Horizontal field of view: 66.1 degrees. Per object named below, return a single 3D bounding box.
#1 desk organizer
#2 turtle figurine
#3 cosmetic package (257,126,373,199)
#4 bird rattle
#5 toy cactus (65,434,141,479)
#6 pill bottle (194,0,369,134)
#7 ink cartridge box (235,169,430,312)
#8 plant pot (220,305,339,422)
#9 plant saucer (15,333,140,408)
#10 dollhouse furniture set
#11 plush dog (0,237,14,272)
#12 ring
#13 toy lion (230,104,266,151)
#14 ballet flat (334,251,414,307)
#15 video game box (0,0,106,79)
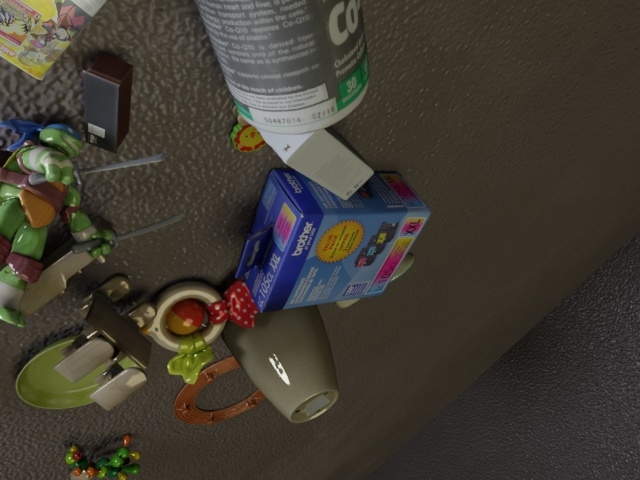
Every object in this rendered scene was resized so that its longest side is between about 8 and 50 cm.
[{"bbox_3d":[-0.295,-0.189,0.686,0.047,0.050,0.130,21,141,-10],"label":"desk organizer"},{"bbox_3d":[-0.329,-0.019,0.635,0.274,0.197,0.266,32,66,-23],"label":"turtle figurine"},{"bbox_3d":[-0.006,-0.161,0.849,0.085,0.117,0.231,-44,155,11],"label":"cosmetic package"},{"bbox_3d":[-0.260,0.173,1.056,0.253,0.143,0.207,-46,125,10],"label":"bird rattle"},{"bbox_3d":[-0.591,0.587,1.296,0.180,0.112,0.219,-27,149,22],"label":"toy cactus"},{"bbox_3d":[-0.058,-0.325,0.589,0.204,0.204,0.361,-28,143,-8],"label":"pill bottle"},{"bbox_3d":[0.000,0.000,1.040,0.395,0.151,0.270,-3,133,-33],"label":"ink cartridge box"},{"bbox_3d":[-0.072,0.284,1.188,0.256,0.274,0.257,-21,141,-18],"label":"plant pot"},{"bbox_3d":[-0.506,0.269,1.042,0.240,0.037,0.241,-20,140,-18],"label":"plant saucer"},{"bbox_3d":[-0.362,0.112,0.841,0.161,0.212,0.242,-35,116,4],"label":"dollhouse furniture set"},{"bbox_3d":[-0.571,0.046,0.668,0.225,0.211,0.263,-5,115,-10],"label":"plush dog"},{"bbox_3d":[-0.253,0.437,1.420,0.336,0.032,0.337,-20,140,-18],"label":"ring"},{"bbox_3d":[-0.107,-0.196,0.841,0.100,0.034,0.096,-24,149,-14],"label":"toy lion"},{"bbox_3d":[0.132,0.089,1.297,0.248,0.086,0.086,-35,143,3],"label":"ballet flat"},{"bbox_3d":[-0.342,-0.306,0.527,0.187,0.048,0.205,-44,142,9],"label":"video game box"}]
